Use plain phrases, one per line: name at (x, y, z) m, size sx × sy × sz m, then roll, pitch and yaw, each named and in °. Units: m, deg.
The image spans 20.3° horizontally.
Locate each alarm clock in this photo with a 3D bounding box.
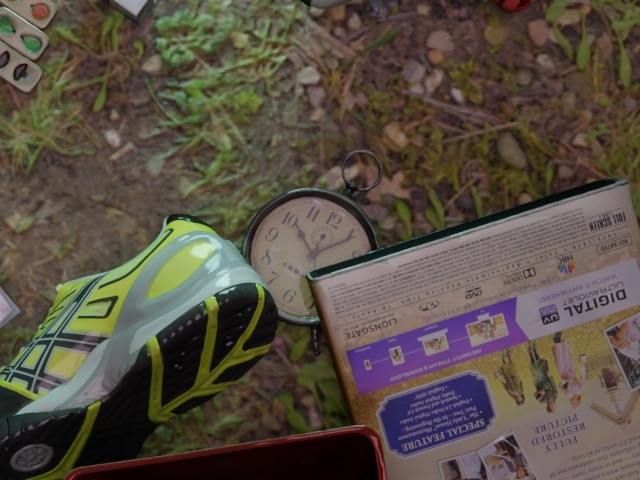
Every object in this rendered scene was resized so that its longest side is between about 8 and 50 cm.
alarm clock at (0.000, 0.000, 1.677) m, size 0.129 × 0.064 × 0.192 m, roll 32°, pitch 88°, yaw -2°

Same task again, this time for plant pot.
plant pot at (-0.052, 0.309, 1.554) m, size 0.267 × 0.236 × 0.267 m, roll -9°, pitch 84°, yaw 5°

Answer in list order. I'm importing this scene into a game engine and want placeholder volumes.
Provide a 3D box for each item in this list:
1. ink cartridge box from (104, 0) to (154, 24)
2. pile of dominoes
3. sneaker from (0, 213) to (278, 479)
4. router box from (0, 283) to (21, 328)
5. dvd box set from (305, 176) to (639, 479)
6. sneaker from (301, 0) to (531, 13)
ink cartridge box at (-0.199, -0.242, 1.683) m, size 0.083 × 0.048 × 0.028 m, roll 35°, pitch 85°, yaw -1°
pile of dominoes at (-0.334, -0.277, 1.679) m, size 0.196 × 0.040 × 0.251 m, roll 14°, pitch 86°, yaw -3°
sneaker at (-0.219, 0.127, 1.636) m, size 0.385 × 0.145 × 0.147 m, roll -33°, pitch 51°, yaw 3°
router box at (-0.490, 0.050, 1.581) m, size 0.335 × 0.082 × 0.301 m, roll -40°, pitch 102°, yaw -8°
dvd box set at (0.191, 0.184, 1.650) m, size 0.308 × 0.062 × 0.420 m, roll -18°, pitch 97°, yaw -6°
sneaker at (0.122, -0.261, 1.688) m, size 0.270 × 0.090 × 0.145 m, roll -35°, pitch 87°, yaw -8°
